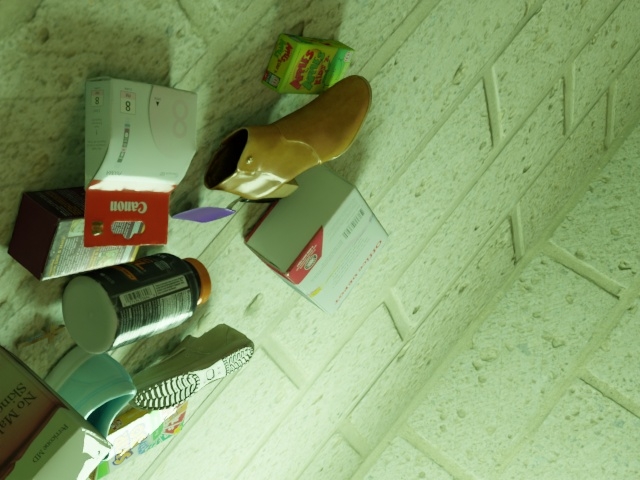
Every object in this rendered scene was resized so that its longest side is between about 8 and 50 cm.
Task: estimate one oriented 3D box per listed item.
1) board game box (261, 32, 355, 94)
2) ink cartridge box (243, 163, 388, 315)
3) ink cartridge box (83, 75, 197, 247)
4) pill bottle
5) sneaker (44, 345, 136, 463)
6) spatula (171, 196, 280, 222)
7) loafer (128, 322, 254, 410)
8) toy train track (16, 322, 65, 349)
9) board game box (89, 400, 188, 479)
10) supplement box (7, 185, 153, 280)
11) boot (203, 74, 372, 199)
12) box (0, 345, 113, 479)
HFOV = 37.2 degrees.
[{"bbox_3d":[-0.019,-0.305,1.663,0.181,0.043,0.092,-11,130,-56],"label":"board game box"},{"bbox_3d":[0.000,0.000,1.961,0.226,0.131,0.306,-53,156,-7],"label":"ink cartridge box"},{"bbox_3d":[-0.256,-0.108,1.367,0.189,0.066,0.232,-2,91,-60],"label":"ink cartridge box"},{"bbox_3d":[-0.292,0.094,1.569,0.246,0.130,0.130,-18,136,-52],"label":"pill bottle"},{"bbox_3d":[-0.443,0.354,1.595,0.366,0.150,0.135,-58,154,5],"label":"sneaker"},{"bbox_3d":[-0.149,-0.065,1.720,0.296,0.084,0.030,-22,95,-58],"label":"spatula"},{"bbox_3d":[-0.261,0.244,1.855,0.269,0.092,0.102,-22,140,-25],"label":"loafer"},{"bbox_3d":[-0.445,0.150,1.508,0.083,0.014,0.048,-24,148,-38],"label":"toy train track"},{"bbox_3d":[-0.370,0.384,1.896,0.259,0.039,0.124,-23,139,-44],"label":"board game box"},{"bbox_3d":[-0.349,-0.017,1.391,0.188,0.081,0.104,-13,131,-56],"label":"supplement box"},{"bbox_3d":[-0.056,-0.180,1.637,0.295,0.104,0.211,-48,154,21],"label":"boot"},{"bbox_3d":[-0.448,0.276,1.393,0.148,0.232,0.127,-49,155,-13],"label":"box"}]
